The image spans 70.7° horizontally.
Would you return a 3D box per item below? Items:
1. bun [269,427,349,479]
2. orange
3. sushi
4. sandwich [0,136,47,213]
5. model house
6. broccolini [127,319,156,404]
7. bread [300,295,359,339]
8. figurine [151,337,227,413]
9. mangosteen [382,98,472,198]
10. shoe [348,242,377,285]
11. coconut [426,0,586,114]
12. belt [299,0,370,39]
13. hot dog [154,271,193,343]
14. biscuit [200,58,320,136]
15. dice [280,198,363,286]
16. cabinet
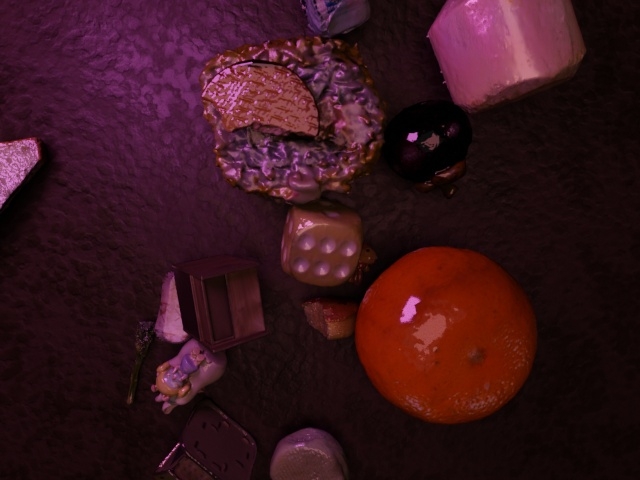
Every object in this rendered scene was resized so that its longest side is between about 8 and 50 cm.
[{"bbox_3d":[-0.027,0.604,1.218,0.222,0.108,0.221,1,103,3],"label":"bun"},{"bbox_3d":[0.287,0.216,1.071,0.425,0.326,0.423,-2,98,-17],"label":"orange"},{"bbox_3d":[-0.050,-0.261,1.028,0.397,0.240,0.350,-7,99,0],"label":"sushi"},{"bbox_3d":[-0.773,-0.104,1.027,0.289,0.100,0.254,-12,90,-24],"label":"sandwich"},{"bbox_3d":[-0.341,0.599,1.164,0.279,0.205,0.218,-43,98,11],"label":"model house"},{"bbox_3d":[-0.478,0.320,1.180,0.051,0.054,0.238,15,100,-20],"label":"broccolini"},{"bbox_3d":[0.036,0.187,1.148,0.125,0.156,0.086,-10,104,-29],"label":"bread"},{"bbox_3d":[-0.355,0.359,1.141,0.127,0.155,0.235,45,95,2],"label":"figurine"},{"bbox_3d":[0.265,-0.206,1.074,0.212,0.211,0.249,-26,108,0],"label":"mangosteen"},{"bbox_3d":[0.100,0.062,1.167,0.109,0.072,0.069,-48,60,-1],"label":"shoe"},{"bbox_3d":[0.403,-0.465,1.009,0.298,0.297,0.309,-19,95,-1],"label":"coconut"},{"bbox_3d":[0.015,-0.582,1.000,0.150,0.207,0.257,-21,91,2],"label":"belt"},{"bbox_3d":[-0.361,0.174,1.160,0.108,0.059,0.191,9,92,-13],"label":"hot dog"},{"bbox_3d":[-0.108,-0.264,0.894,0.229,0.031,0.176,42,99,-6],"label":"biscuit"},{"bbox_3d":[0.000,0.000,1.083,0.169,0.169,0.166,8,113,-12],"label":"dice"},{"bbox_3d":[-0.235,0.137,1.066,0.148,0.215,0.174,-13,100,-32],"label":"cabinet"}]
